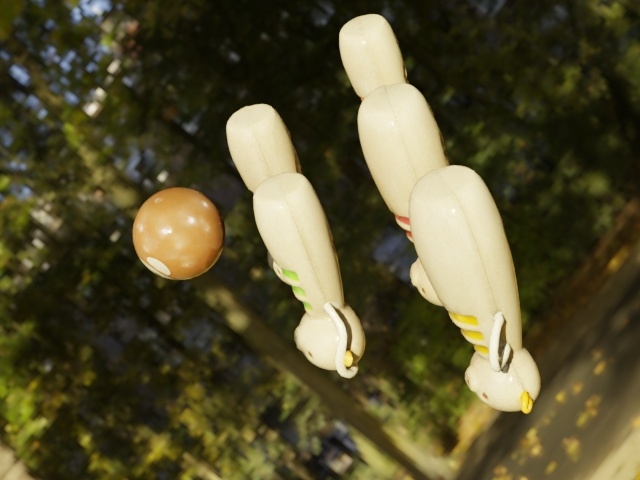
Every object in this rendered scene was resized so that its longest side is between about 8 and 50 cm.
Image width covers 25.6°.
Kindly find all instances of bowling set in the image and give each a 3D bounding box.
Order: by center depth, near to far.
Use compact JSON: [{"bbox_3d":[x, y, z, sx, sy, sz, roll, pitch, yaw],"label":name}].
[{"bbox_3d":[0.000,0.000,0.852,0.200,0.154,0.287,-19,32,3],"label":"bowling set"}]
